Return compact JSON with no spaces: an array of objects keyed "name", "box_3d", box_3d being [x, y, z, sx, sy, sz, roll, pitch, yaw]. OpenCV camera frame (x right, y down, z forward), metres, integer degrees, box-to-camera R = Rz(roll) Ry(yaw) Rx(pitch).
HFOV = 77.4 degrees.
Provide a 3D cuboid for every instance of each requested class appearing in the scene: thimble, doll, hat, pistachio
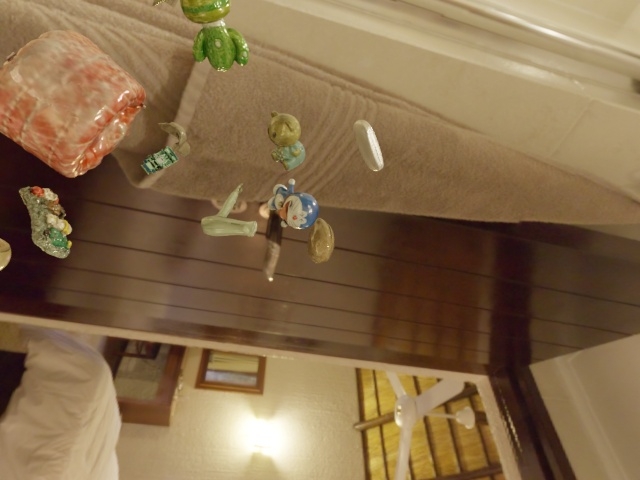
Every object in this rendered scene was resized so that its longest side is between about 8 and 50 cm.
[{"name":"thimble","box_3d":[-0.443,-0.237,0.721,0.239,0.162,0.239,-44,-160,21]},{"name":"doll","box_3d":[-0.127,-0.158,1.772,0.257,0.161,0.215,27,-70,35]},{"name":"hat","box_3d":[-0.586,-0.434,1.670,0.147,0.085,0.175,58,7,7]},{"name":"pistachio","box_3d":[0.000,0.000,1.893,0.135,0.136,0.225,121,-27,-59]},{"name":"doll","box_3d":[-0.168,-0.499,1.971,0.177,0.162,0.260,44,-21,37]}]

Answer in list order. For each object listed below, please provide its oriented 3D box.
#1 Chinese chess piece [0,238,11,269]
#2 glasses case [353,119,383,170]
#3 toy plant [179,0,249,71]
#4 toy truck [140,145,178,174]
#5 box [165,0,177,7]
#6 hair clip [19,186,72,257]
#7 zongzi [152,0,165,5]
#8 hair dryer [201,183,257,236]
[{"name":"Chinese chess piece","box_3d":[-1.345,0.034,1.540,0.097,0.251,0.251,-64,-167,1]},{"name":"glasses case","box_3d":[0.202,-0.395,1.675,0.092,0.059,0.233,27,-31,52]},{"name":"toy plant","box_3d":[-0.418,-0.818,1.567,0.315,0.225,0.184,77,-1,-47]},{"name":"toy truck","box_3d":[-0.592,-0.278,1.442,0.081,0.067,0.175,-25,-159,21]},{"name":"box","box_3d":[-0.401,-0.674,1.052,0.083,0.079,0.035,-55,162,15]},{"name":"hair clip","box_3d":[-0.921,-0.084,1.360,0.321,0.091,0.138,49,-7,29]},{"name":"zongzi","box_3d":[-0.293,-0.525,0.846,0.113,0.104,0.052,-56,-175,23]},{"name":"hair dryer","box_3d":[-0.308,-0.117,1.471,0.075,0.207,0.236,67,31,-54]}]
